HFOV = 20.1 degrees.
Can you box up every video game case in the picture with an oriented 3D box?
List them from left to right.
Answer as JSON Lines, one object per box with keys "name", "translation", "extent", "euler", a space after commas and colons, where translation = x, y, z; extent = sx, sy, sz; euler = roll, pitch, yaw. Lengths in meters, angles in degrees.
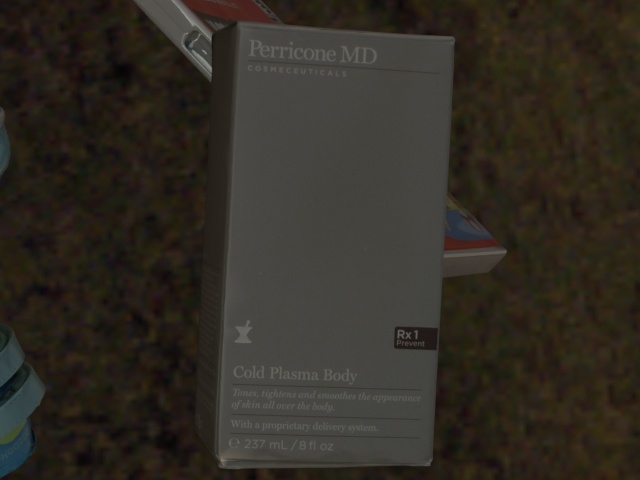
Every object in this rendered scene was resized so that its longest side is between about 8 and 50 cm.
{"name": "video game case", "translation": [-0.004, -0.083, 1.219], "extent": [0.285, 0.025, 0.204], "euler": [47, 15, 14]}

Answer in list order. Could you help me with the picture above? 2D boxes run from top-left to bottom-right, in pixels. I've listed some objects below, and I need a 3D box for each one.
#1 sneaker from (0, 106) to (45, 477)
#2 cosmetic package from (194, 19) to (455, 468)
{"name": "sneaker", "translation": [-0.226, 0.042, 1.125], "extent": [0.208, 0.319, 0.127], "euler": [49, 53, -5]}
{"name": "cosmetic package", "translation": [0.000, 0.000, 1.002], "extent": [0.107, 0.127, 0.238], "euler": [-152, -117, -78]}
